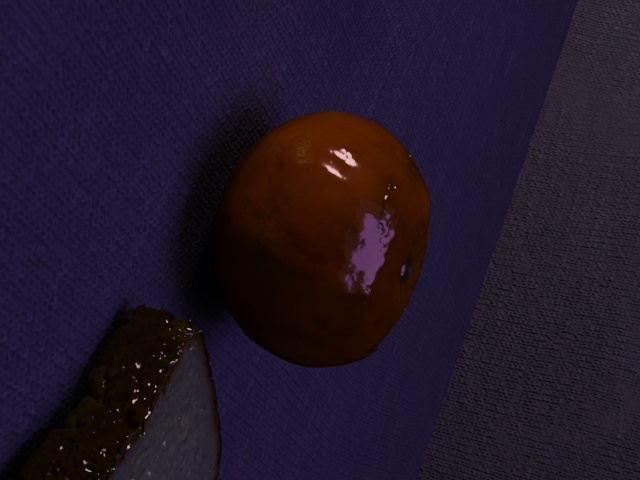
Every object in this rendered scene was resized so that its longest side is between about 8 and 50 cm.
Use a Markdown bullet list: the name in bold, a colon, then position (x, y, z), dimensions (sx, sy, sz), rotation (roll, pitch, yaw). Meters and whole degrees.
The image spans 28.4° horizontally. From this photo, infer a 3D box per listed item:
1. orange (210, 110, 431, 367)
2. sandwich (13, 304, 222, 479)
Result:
- **orange**: position (0.000, 0.000, 1.399), dimensions (0.284, 0.226, 0.284), rotation (14, 90, -75)
- **sandwich**: position (-0.200, 0.252, 1.237), dimensions (0.301, 0.099, 0.271), rotation (-60, 159, -44)
